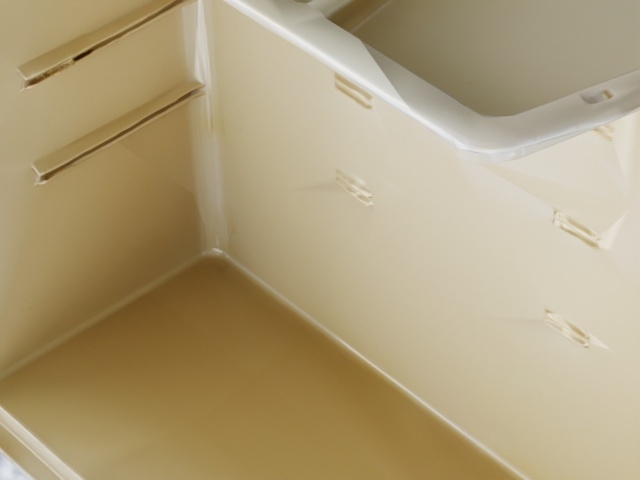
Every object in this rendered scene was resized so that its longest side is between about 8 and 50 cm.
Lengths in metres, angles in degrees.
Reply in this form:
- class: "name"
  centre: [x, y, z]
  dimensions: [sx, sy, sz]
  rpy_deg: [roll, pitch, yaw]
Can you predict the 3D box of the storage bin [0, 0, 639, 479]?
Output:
- class: "storage bin"
  centre: [0.000, 0.000, 0.543]
  dimensions: [0.123, 0.262, 0.260]
  rpy_deg: [-32, -130, -30]
